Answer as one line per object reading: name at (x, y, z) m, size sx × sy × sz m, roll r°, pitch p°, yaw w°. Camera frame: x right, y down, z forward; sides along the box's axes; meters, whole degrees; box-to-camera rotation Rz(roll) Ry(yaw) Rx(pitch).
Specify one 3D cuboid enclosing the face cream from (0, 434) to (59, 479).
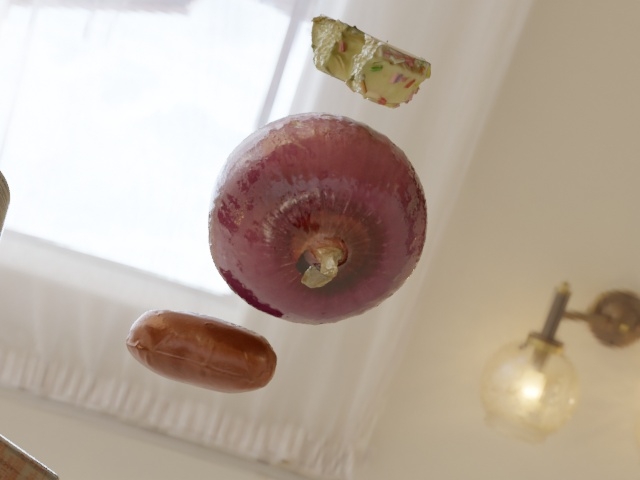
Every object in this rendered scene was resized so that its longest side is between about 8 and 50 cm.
face cream at (-0.440, 0.254, 1.450) m, size 0.251 × 0.101 × 0.101 m, roll 38°, pitch -168°, yaw -10°

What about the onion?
onion at (0.000, -0.010, 1.939) m, size 0.358 × 0.358 × 0.345 m, roll 10°, pitch -130°, yaw -30°

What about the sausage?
sausage at (-0.199, 0.185, 2.037) m, size 0.258 × 0.133 × 0.133 m, roll 15°, pitch -166°, yaw 5°

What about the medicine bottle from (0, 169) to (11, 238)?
medicine bottle at (-0.565, -0.039, 1.868) m, size 0.157 × 0.157 × 0.289 m, roll 15°, pitch -151°, yaw -14°

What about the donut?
donut at (0.056, -0.186, 1.301) m, size 0.108 × 0.065 × 0.166 m, roll 19°, pitch -169°, yaw -32°
